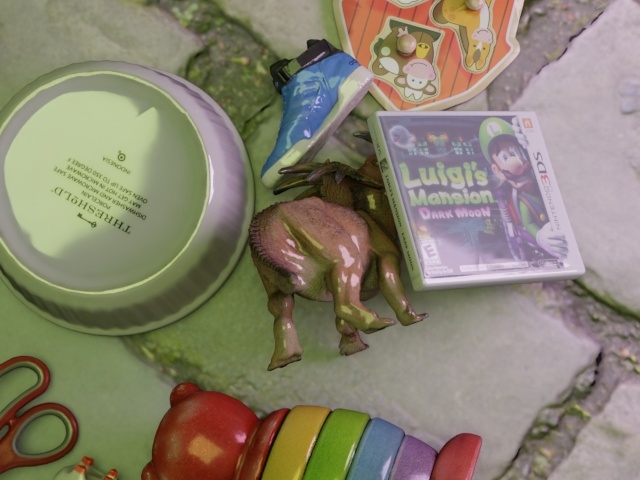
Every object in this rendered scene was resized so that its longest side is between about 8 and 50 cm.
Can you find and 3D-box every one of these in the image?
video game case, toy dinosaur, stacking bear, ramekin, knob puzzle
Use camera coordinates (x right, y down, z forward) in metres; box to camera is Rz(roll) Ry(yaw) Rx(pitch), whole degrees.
[{"bbox_3d":[0.146,-0.041,1.338,0.190,0.022,0.173,-3,69,-31],"label":"video game case"},{"bbox_3d":[0.000,0.000,1.304,0.127,0.295,0.200,-25,80,29],"label":"toy dinosaur"},{"bbox_3d":[-0.015,0.220,1.312,0.289,0.164,0.175,16,83,8],"label":"stacking bear"},{"bbox_3d":[-0.200,-0.047,1.360,0.273,0.127,0.273,0,82,1],"label":"ramekin"},{"bbox_3d":[0.104,-0.213,1.420,0.213,0.030,0.213,0,83,2],"label":"knob puzzle"}]

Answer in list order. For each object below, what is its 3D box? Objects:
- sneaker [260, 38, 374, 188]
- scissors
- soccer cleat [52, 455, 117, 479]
[{"bbox_3d":[-0.026,-0.128,1.400,0.084,0.058,0.152,39,88,8],"label":"sneaker"},{"bbox_3d":[-0.354,0.232,1.343,0.297,0.021,0.109,-42,94,-20],"label":"scissors"},{"bbox_3d":[-0.167,0.275,1.354,0.196,0.068,0.076,26,99,6],"label":"soccer cleat"}]
